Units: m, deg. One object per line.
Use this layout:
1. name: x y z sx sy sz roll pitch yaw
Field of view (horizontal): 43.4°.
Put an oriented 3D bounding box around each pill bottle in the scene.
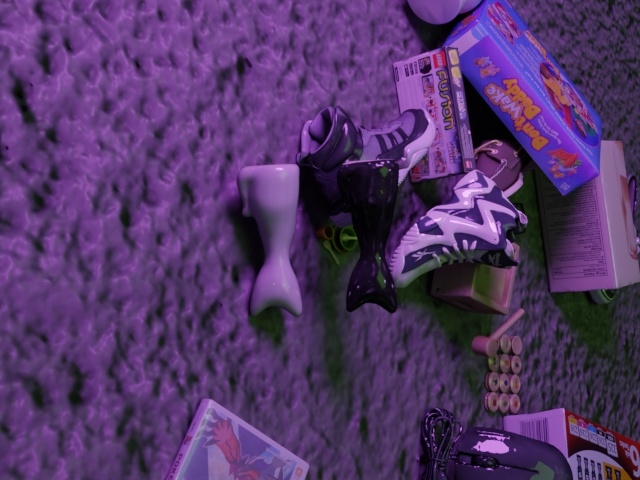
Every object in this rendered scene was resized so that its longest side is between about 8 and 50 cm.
1. pill bottle: 0.248 -0.486 1.421 0.136 0.136 0.245 56 50 -24

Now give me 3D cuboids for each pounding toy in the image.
1. pounding toy: 0.273 0.096 1.397 0.181 0.094 0.206 25 73 -44

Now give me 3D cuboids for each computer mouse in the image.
1. computer mouse: 0.296 0.376 1.299 0.272 0.072 0.188 10 70 -11

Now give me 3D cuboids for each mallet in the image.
1. mallet: 0.321 -0.051 1.509 0.190 0.039 0.062 10 77 -40

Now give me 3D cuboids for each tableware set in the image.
1. tableware set: 0.043 -0.046 1.229 0.104 0.024 0.154 57 50 -23

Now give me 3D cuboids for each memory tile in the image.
1. memory tile: 0.342 0.247 1.499 0.113 0.012 0.147 16 72 -43

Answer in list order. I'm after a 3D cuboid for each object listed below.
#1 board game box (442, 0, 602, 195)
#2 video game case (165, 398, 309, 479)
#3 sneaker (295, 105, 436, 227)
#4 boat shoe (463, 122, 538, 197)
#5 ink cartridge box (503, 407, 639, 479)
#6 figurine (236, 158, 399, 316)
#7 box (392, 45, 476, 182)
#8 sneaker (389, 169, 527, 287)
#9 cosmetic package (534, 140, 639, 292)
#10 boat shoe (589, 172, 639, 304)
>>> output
1. board game box: 0.377 -0.279 1.462 0.347 0.078 0.233 47 35 -13
2. video game case: -0.111 0.327 1.016 0.201 0.023 0.183 42 56 -33
3. sneaker: 0.067 -0.153 1.200 0.153 0.101 0.268 51 53 -16
4. boat shoe: 0.320 -0.141 1.465 0.324 0.117 0.096 -38 106 -46
5. ink cartridge box: 0.479 0.483 1.488 0.309 0.130 0.271 27 56 -39
6. figurine: 0.000 0.000 1.079 0.215 0.092 0.209 -3 95 -4
7. box: 0.188 -0.205 1.336 0.036 0.114 0.206 -9 91 -46
8. sneaker: 0.229 0.015 1.269 0.235 0.153 0.094 -43 155 -14
9. cosmetic package: 0.547 -0.048 1.653 0.129 0.153 0.296 -6 89 -46
10. boat shoe: 0.663 -0.007 1.797 0.113 0.105 0.306 34 61 -37
